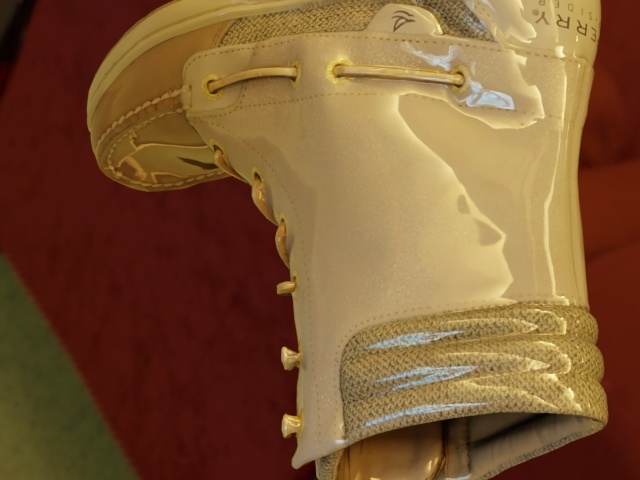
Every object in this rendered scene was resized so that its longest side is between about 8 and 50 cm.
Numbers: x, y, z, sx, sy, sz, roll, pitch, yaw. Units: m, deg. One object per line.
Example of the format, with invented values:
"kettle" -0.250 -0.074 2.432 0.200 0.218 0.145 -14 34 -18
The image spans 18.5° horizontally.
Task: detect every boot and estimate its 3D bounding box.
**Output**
"boot" 0.000 0.000 0.622 0.077 0.213 0.165 16 67 -44
